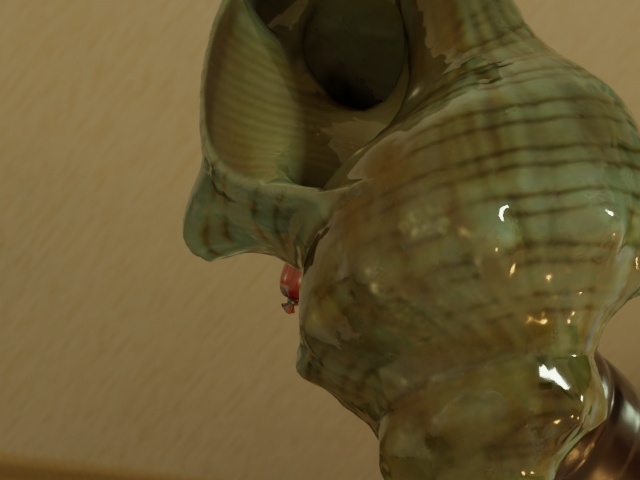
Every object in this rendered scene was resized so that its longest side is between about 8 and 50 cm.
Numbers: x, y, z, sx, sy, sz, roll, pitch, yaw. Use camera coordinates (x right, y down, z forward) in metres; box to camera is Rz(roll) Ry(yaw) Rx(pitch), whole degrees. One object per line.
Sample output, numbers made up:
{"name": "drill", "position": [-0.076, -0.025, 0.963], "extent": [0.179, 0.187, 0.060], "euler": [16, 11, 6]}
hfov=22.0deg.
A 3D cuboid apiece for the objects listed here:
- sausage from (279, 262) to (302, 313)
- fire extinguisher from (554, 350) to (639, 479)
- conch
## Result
{"name": "sausage", "position": [0.000, 0.000, 1.495], "extent": [0.050, 0.145, 0.048], "euler": [22, -5, -3]}
{"name": "fire extinguisher", "position": [0.216, 0.181, 0.991], "extent": [0.337, 0.135, 0.114], "euler": [43, 12, -28]}
{"name": "conch", "position": [0.041, -0.029, 0.692], "extent": [0.203, 0.169, 0.386], "euler": [-6, 50, -1]}
